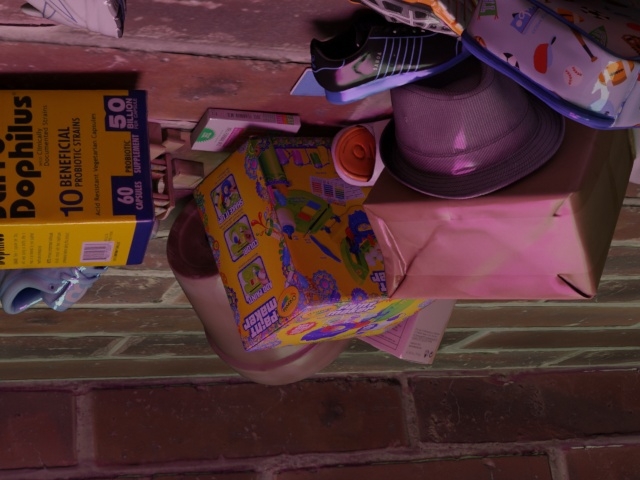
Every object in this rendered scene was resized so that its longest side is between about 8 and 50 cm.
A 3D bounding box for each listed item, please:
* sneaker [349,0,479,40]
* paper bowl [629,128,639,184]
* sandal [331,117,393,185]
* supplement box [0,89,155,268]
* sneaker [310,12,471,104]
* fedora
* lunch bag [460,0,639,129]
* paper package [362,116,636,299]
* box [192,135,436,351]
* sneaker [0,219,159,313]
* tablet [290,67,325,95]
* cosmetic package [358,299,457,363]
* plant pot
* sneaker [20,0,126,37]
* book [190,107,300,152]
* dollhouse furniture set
[{"bbox_3d":[0.120,-0.291,1.548,0.215,0.084,0.083,21,152,-39],"label":"sneaker"},{"bbox_3d":[0.537,-0.180,1.943,0.284,0.148,0.284,-6,161,-2],"label":"paper bowl"},{"bbox_3d":[0.138,-0.148,1.991,0.265,0.102,0.076,-6,164,-31],"label":"sandal"},{"bbox_3d":[-0.413,-0.079,1.735,0.356,0.194,0.195,-2,162,-14],"label":"supplement box"},{"bbox_3d":[0.099,-0.255,1.648,0.232,0.081,0.090,-23,130,3],"label":"sneaker"},{"bbox_3d":[0.183,-0.181,1.698,0.244,0.275,0.124,-24,121,-2],"label":"fedora"},{"bbox_3d":[0.325,-0.230,1.524,0.303,0.243,0.115,-7,127,-46],"label":"lunch bag"},{"bbox_3d":[0.254,-0.075,1.785,0.309,0.325,0.168,-2,125,25],"label":"paper package"},{"bbox_3d":[0.000,0.000,1.988,0.290,0.279,0.177,-3,156,-41],"label":"box"},{"bbox_3d":[-0.431,0.048,2.296,0.366,0.150,0.135,-18,161,32],"label":"sneaker"},{"bbox_3d":[-0.007,-0.225,1.824,0.054,0.006,0.083,0,161,-19],"label":"tablet"},{"bbox_3d":[0.157,0.034,2.156,0.160,0.309,0.113,25,-176,36],"label":"cosmetic package"},{"bbox_3d":[-0.115,0.049,2.243,0.323,0.323,0.280,-15,143,24],"label":"plant pot"},{"bbox_3d":[-0.274,-0.293,1.343,0.129,0.111,0.297,1,161,-4],"label":"sneaker"},{"bbox_3d":[-0.114,-0.166,1.939,0.144,0.035,0.096,2,157,-23],"label":"book"},{"bbox_3d":[-0.232,-0.098,1.983,0.182,0.101,0.161,7,158,-37],"label":"dollhouse furniture set"}]
